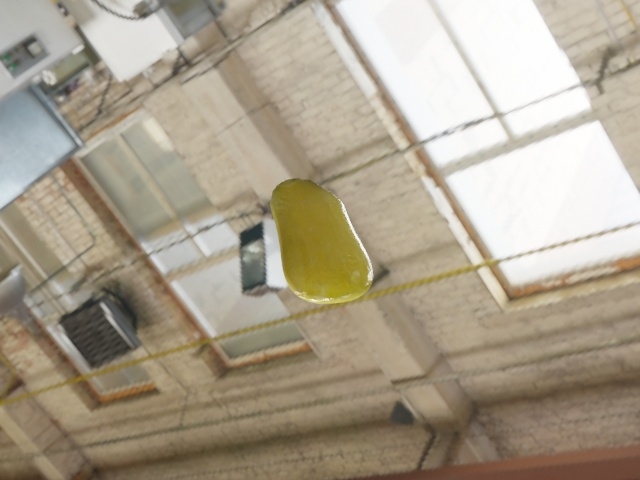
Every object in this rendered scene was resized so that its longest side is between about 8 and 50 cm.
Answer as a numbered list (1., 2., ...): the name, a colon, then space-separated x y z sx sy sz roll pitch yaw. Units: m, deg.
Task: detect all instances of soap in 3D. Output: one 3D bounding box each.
1. soap: 0.000 0.000 0.946 0.089 0.033 0.168 -3 -135 -11
